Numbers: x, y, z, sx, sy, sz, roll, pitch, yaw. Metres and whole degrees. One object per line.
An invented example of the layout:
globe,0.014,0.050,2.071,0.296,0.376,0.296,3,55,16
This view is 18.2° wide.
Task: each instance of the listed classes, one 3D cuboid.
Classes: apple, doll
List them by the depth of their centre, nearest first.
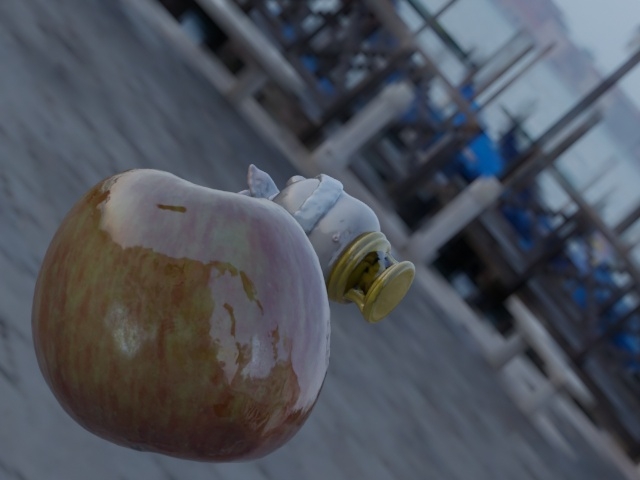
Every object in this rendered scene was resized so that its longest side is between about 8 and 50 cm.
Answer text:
apple,-0.067,0.034,0.959,0.146,0.131,0.146,13,4,-1
doll,0.000,0.000,1.262,0.127,0.073,0.084,38,-1,21
